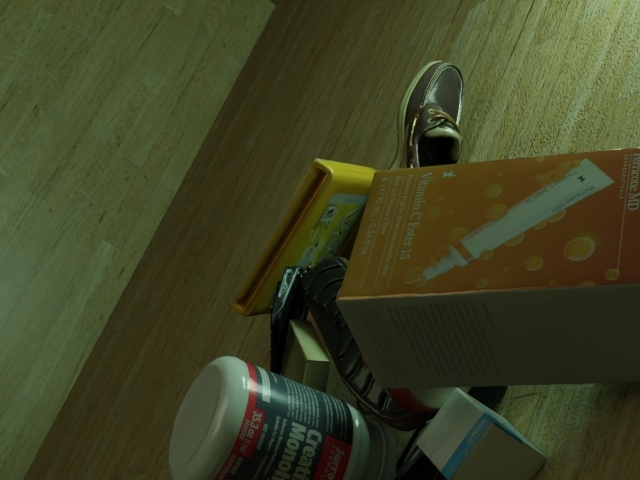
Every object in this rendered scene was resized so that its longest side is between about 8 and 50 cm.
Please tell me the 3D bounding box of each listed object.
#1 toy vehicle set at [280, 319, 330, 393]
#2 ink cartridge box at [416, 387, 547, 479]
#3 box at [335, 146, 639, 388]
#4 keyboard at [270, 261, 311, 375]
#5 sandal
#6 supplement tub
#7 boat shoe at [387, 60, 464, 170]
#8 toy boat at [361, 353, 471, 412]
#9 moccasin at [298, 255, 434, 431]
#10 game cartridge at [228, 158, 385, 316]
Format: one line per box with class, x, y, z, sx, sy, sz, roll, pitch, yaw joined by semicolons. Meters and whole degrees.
toy vehicle set;-0.038;0.272;1.998;0.166;0.035;0.267;-120;37;-69
ink cartridge box;0.189;0.250;1.592;0.090;0.092;0.143;-54;20;2
box;0.223;0.035;1.513;0.345;0.168;0.215;-4;45;23
keyboard;-0.054;0.163;2.142;0.201;0.033;0.317;-67;-14;-45
sandal;0.151;0.258;1.728;0.254;0.054;0.097;-57;19;-5
supplement tub;-0.053;0.288;1.796;0.191;0.272;0.191;-51;25;35
boat shoe;0.197;-0.164;2.242;0.123;0.123;0.342;-13;48;51
toy boat;0.120;0.134;1.739;0.151;0.151;0.231;-26;19;28
moccasin;0.077;0.165;1.942;0.139;0.147;0.380;-40;32;-5
game cartridge;0.000;0.000;2.228;0.285;0.053;0.324;-59;-22;13
